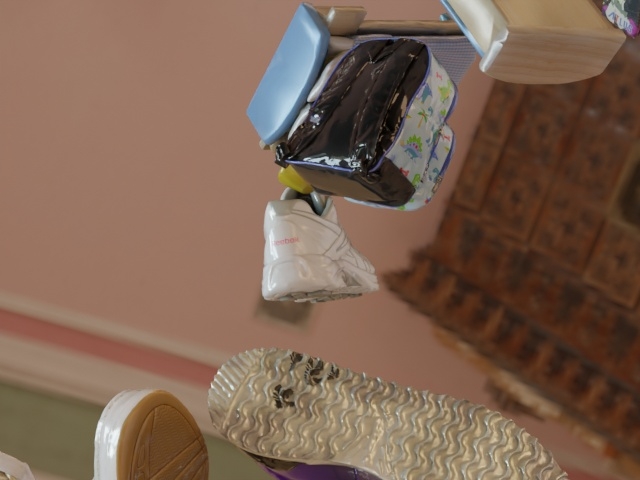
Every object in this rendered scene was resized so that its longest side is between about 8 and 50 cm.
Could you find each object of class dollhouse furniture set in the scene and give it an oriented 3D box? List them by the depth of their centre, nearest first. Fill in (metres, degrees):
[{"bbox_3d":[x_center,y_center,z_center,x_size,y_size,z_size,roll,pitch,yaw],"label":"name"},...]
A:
[{"bbox_3d":[0.134,-0.140,1.586,0.286,0.303,0.198,-3,-130,-37],"label":"dollhouse furniture set"}]

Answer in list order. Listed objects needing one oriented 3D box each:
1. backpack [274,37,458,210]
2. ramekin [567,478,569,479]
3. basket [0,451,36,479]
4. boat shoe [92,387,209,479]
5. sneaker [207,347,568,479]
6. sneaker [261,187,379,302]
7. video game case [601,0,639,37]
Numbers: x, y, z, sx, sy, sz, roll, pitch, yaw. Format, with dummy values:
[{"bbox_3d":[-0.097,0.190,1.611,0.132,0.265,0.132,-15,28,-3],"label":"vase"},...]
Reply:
[{"bbox_3d":[0.044,-0.081,1.228,0.105,0.114,0.084,10,156,43],"label":"backpack"},{"bbox_3d":[0.193,0.318,1.698,0.207,0.207,0.109,11,166,-21],"label":"ramekin"},{"bbox_3d":[-0.336,0.237,1.526,0.167,0.113,0.103,17,-125,22],"label":"basket"},{"bbox_3d":[-0.145,0.209,1.362,0.096,0.277,0.098,27,-128,30],"label":"boat shoe"},{"bbox_3d":[0.062,0.174,1.336,0.293,0.102,0.146,23,161,15],"label":"sneaker"},{"bbox_3d":[0.000,0.000,1.672,0.090,0.115,0.232,-8,175,10],"label":"sneaker"},{"bbox_3d":[0.294,-0.264,1.155,0.232,0.210,0.042,-27,-127,-23],"label":"video game case"}]
